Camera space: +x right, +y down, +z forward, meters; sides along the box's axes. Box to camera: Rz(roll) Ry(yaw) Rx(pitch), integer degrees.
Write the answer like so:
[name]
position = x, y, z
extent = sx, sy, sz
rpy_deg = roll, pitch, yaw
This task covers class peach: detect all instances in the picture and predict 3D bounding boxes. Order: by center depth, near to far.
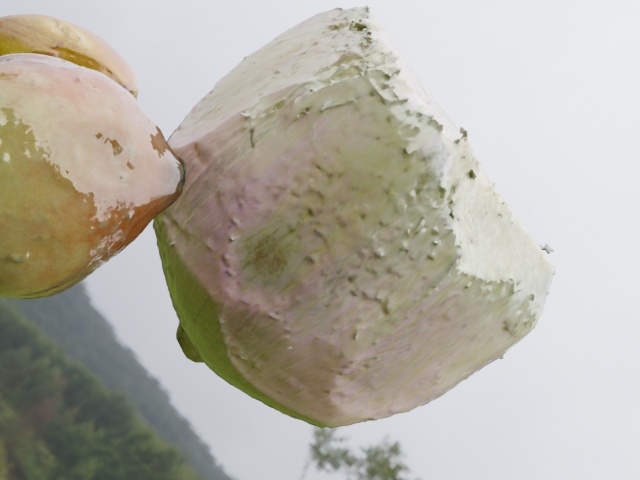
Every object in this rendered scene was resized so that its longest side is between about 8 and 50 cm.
[peach]
position = -0.222, -0.048, 1.028
extent = 0.232, 0.232, 0.232
rpy_deg = 41, -14, 13

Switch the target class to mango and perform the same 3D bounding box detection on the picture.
[mango]
position = -0.415, -0.260, 1.968
extent = 0.257, 0.187, 0.138
rpy_deg = 44, -13, 9

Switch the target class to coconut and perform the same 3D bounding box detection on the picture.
[coconut]
position = 0.000, 0.000, 1.275
extent = 0.404, 0.404, 0.404
rpy_deg = 41, -14, 13
